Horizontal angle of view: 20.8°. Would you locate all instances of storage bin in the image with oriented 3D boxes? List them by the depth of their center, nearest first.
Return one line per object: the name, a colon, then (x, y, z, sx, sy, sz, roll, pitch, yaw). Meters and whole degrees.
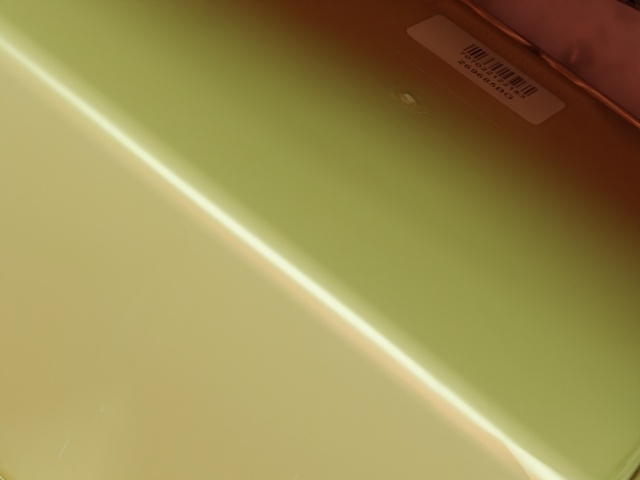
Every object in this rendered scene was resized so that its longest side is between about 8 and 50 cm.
storage bin: (0.000, 0.000, 0.547, 0.262, 0.260, 0.123, 37, 118, 13)

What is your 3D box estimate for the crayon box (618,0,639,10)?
crayon box: (0.069, -0.132, 0.493, 0.202, 0.318, 0.081, 27, 97, 13)
